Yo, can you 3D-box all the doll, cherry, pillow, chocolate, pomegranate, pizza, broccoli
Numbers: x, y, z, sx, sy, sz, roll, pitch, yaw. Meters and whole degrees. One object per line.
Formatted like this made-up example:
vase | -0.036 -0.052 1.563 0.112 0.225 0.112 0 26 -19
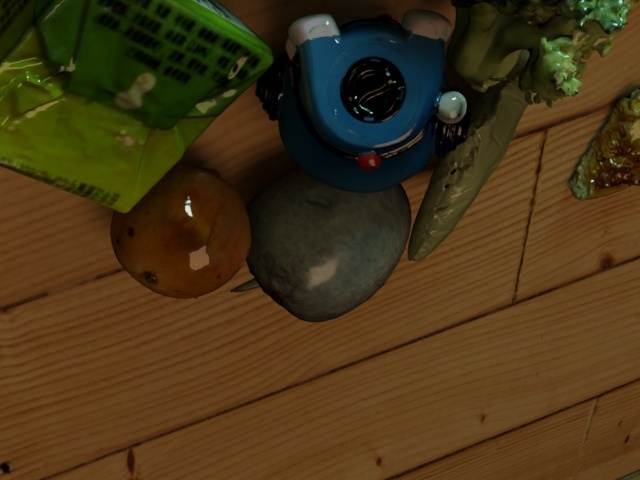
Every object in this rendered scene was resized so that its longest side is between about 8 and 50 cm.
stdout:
doll | 0.057 -0.181 1.663 0.284 0.310 0.240 12 93 -3
cherry | 0.000 0.000 1.884 0.296 0.218 0.255 -41 156 -1
pillow | 0.231 -0.128 1.909 0.274 0.076 0.281 -51 168 -49
chocolate | -0.260 -0.204 1.524 0.289 0.137 0.300 -45 141 19
pomegranate | -0.188 -0.013 1.766 0.191 0.191 0.191 -19 143 -15
pizza | 0.548 -0.173 2.175 0.289 0.081 0.229 -28 144 0
broccoli | 0.248 -0.326 1.642 0.281 0.293 0.348 -61 173 30
